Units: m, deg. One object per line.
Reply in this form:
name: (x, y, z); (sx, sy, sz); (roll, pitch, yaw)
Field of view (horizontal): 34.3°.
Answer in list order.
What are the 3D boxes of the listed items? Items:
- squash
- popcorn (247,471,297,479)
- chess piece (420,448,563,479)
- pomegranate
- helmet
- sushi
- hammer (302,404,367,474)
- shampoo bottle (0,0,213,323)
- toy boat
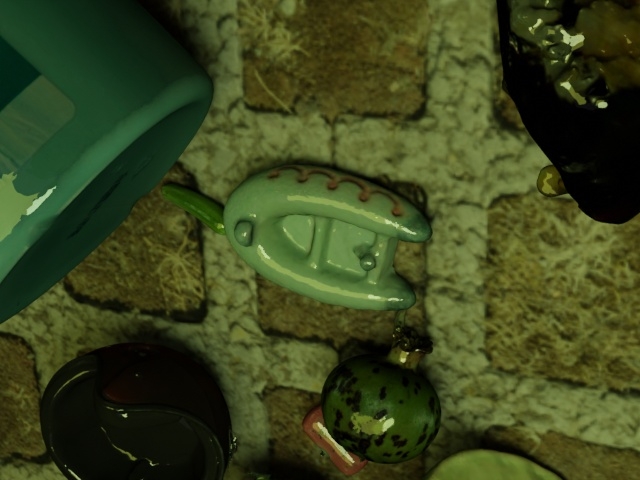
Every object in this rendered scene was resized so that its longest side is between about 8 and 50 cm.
squash: (-0.126, -0.035, 1.068); (0.089, 0.027, 0.027); (33, 122, 12)
popcorn: (-0.051, 0.316, 1.115); (0.173, 0.173, 0.142); (21, 80, 14)
chess piece: (0.091, 0.420, 1.073); (0.234, 0.234, 0.442); (39, 127, 4)
pomegranate: (0.067, 0.146, 1.020); (0.122, 0.122, 0.161); (23, 91, 14)
helmet: (-0.194, 0.206, 1.108); (0.216, 0.193, 0.189); (17, 112, 16)
sushi: (0.234, -0.131, 0.768); (0.200, 0.204, 0.213); (-12, 75, 2)
hammer: (0.016, 0.214, 1.107); (0.083, 0.043, 0.043); (47, 123, -3)
shampoo bottle: (-0.321, -0.140, 0.931); (0.343, 0.331, 0.331); (44, 123, -1)
toy boat: (0.000, 0.000, 0.998); (0.208, 0.079, 0.134); (20, 122, 13)
